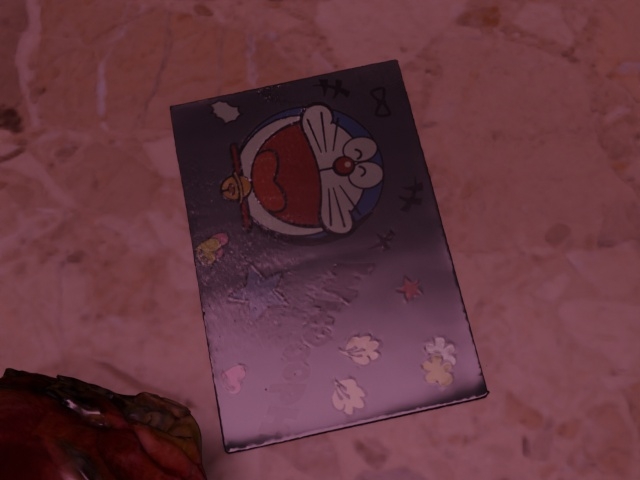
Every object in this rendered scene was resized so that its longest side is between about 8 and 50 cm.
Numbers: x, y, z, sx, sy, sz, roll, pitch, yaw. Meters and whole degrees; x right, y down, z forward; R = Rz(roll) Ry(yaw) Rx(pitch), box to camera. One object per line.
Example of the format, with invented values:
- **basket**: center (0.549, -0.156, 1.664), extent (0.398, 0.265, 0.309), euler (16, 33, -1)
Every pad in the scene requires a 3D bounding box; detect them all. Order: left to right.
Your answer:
- **pad**: center (0.000, 0.000, 0.548), extent (0.170, 0.006, 0.246), euler (-11, 70, -2)

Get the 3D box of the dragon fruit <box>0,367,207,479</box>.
- **dragon fruit**: center (-0.200, 0.179, 0.372), extent (0.315, 0.250, 0.250), euler (-15, 64, -46)
